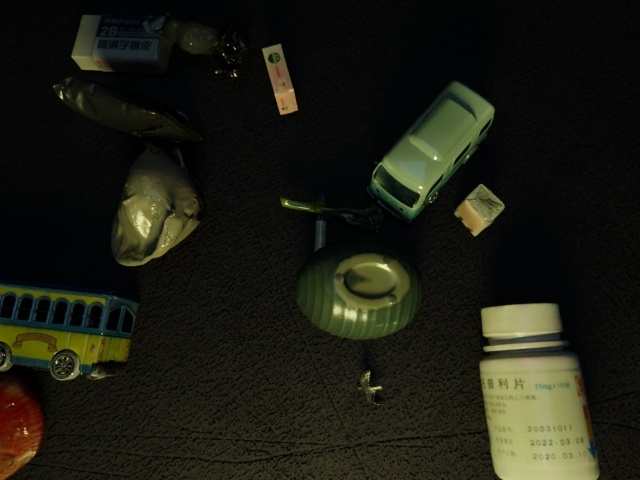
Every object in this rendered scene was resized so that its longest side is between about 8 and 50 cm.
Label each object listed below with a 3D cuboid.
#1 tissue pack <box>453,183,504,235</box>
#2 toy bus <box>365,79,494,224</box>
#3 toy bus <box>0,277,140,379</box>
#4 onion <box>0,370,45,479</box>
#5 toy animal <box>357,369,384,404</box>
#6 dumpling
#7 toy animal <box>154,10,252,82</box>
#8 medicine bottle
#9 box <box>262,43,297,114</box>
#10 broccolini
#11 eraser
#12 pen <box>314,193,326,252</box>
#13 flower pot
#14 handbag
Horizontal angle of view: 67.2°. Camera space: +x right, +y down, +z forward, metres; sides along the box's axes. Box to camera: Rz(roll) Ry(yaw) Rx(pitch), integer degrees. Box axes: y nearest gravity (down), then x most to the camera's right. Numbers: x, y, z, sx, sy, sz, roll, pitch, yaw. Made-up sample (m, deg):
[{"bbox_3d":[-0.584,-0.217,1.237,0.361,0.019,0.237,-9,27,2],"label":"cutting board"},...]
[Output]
[{"bbox_3d":[0.319,-0.061,0.973,0.058,0.094,0.074,-40,78,-8],"label":"tissue pack"},{"bbox_3d":[0.222,-0.180,0.973,0.133,0.165,0.271,40,80,12],"label":"toy bus"},{"bbox_3d":[-0.522,0.171,0.934,0.287,0.138,0.175,6,77,5],"label":"toy bus"},{"bbox_3d":[-0.638,0.351,0.873,0.229,0.163,0.230,1,96,5],"label":"onion"},{"bbox_3d":[0.092,0.281,0.926,0.028,0.050,0.084,-33,109,-30],"label":"toy animal"},{"bbox_3d":[-0.333,-0.066,0.991,0.163,0.205,0.293,2,41,-32],"label":"dumpling"},{"bbox_3d":[-0.267,-0.450,1.076,0.209,0.117,0.121,19,82,-11],"label":"toy animal"},{"bbox_3d":[0.372,0.260,0.845,0.169,0.170,0.294,-3,76,2],"label":"medicine bottle"},{"bbox_3d":[-0.090,-0.359,1.078,0.043,0.089,0.125,-16,73,-1],"label":"box"},{"bbox_3d":[0.023,-0.059,0.988,0.215,0.067,0.058,11,34,-7],"label":"broccolini"},{"bbox_3d":[-0.464,-0.464,1.138,0.209,0.068,0.125,4,76,5],"label":"eraser"},{"bbox_3d":[0.000,0.000,1.011,0.025,0.025,0.205,2,74,3],"label":"pen"},{"bbox_3d":[0.074,0.090,0.910,0.242,0.157,0.190,1,72,-11],"label":"flower pot"},{"bbox_3d":[-0.375,-0.255,0.987,0.210,0.254,0.089,15,92,5],"label":"handbag"}]
